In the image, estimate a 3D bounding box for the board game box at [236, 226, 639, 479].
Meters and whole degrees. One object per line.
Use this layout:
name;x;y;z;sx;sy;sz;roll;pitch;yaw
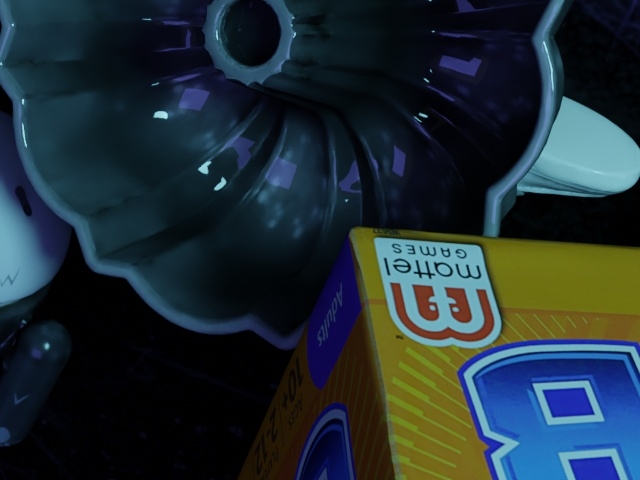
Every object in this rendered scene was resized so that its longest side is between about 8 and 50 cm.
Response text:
board game box;0.156;0.249;0.684;0.356;0.356;0.356;4;140;-17

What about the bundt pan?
bundt pan;-0.013;-0.115;0.746;0.331;0.124;0.330;5;101;24

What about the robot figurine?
robot figurine;-0.278;0.028;0.919;0.209;0.173;0.278;21;126;-23

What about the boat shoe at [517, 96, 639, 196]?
boat shoe;0.098;-0.054;0.820;0.184;0.066;0.063;14;132;8
